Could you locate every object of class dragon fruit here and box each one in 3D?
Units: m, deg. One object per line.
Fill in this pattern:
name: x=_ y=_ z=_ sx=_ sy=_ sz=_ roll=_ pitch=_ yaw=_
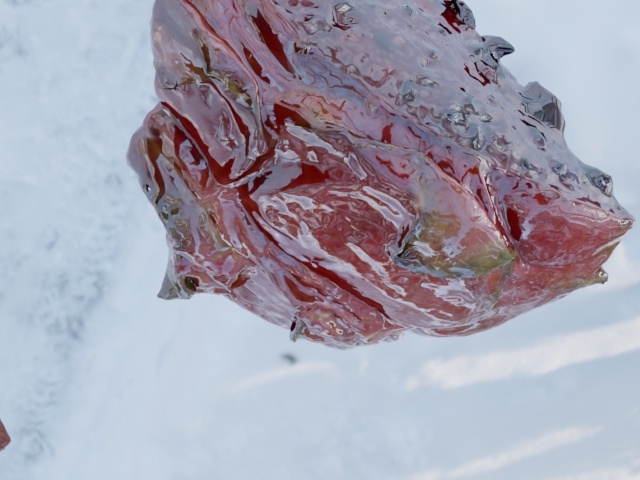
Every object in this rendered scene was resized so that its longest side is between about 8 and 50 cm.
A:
dragon fruit: x=-0.005 y=0.002 z=0.730 sx=0.329 sy=0.286 sz=0.228 roll=-48 pitch=164 yaw=33

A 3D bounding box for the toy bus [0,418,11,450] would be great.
toy bus: x=-0.215 y=0.026 z=0.513 sx=0.073 sy=0.096 sz=0.235 roll=-34 pitch=147 yaw=-25
